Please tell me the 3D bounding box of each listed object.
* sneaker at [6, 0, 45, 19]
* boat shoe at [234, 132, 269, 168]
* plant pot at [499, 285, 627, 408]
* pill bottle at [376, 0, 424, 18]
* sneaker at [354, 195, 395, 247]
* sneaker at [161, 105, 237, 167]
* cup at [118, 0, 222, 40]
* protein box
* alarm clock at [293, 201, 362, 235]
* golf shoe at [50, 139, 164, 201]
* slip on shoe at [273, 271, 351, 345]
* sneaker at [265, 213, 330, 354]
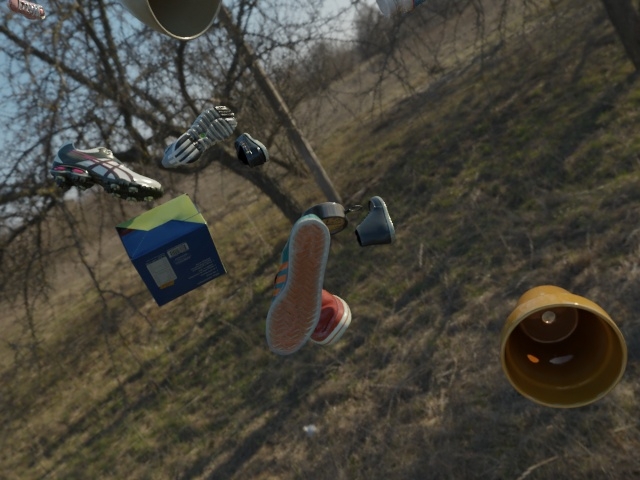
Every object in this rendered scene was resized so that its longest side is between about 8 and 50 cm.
[{"bbox_3d":[-0.911,-0.725,1.727,0.070,0.051,0.134,6,2,4],"label":"sneaker"},{"bbox_3d":[-0.137,-0.165,1.024,0.042,0.049,0.133,-27,29,-15],"label":"boat shoe"},{"bbox_3d":[0.441,0.176,1.048,0.205,0.205,0.188,-26,10,20],"label":"plant pot"},{"bbox_3d":[0.201,-0.555,1.201,0.160,0.087,0.087,-33,14,1],"label":"pill bottle"},{"bbox_3d":[0.160,-0.066,1.810,0.118,0.083,0.222,-11,38,-4],"label":"sneaker"},{"bbox_3d":[-0.314,-0.251,1.377,0.132,0.086,0.228,-16,24,43],"label":"sneaker"},{"bbox_3d":[-0.465,-0.749,1.555,0.237,0.331,0.331,17,38,24],"label":"cup"},{"bbox_3d":[-0.378,0.026,1.425,0.200,0.201,0.136,-28,52,-14],"label":"protein box"},{"bbox_3d":[0.028,-0.066,1.568,0.192,0.064,0.129,-18,-23,17],"label":"alarm clock"},{"bbox_3d":[-0.528,-0.175,1.401,0.105,0.273,0.120,142,137,-61],"label":"golf shoe"},{"bbox_3d":[-0.030,0.154,1.349,0.123,0.101,0.331,-54,30,2],"label":"slip on shoe"},{"bbox_3d":[-0.043,0.091,1.181,0.121,0.108,0.302,-99,24,-78],"label":"sneaker"}]
